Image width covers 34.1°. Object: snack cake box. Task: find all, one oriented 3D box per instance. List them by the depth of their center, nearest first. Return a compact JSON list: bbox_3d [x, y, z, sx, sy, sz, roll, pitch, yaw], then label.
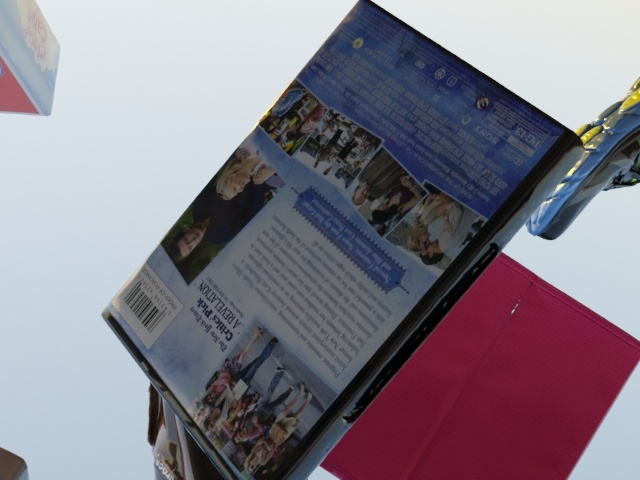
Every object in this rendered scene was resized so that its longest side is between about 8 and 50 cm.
[{"bbox_3d":[-0.355,-0.214,0.974,0.152,0.089,0.264,3,161,3],"label":"snack cake box"}]

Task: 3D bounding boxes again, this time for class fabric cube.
[{"bbox_3d":[0.125,0.153,1.061,0.259,0.258,0.254,33,173,3],"label":"fabric cube"}]

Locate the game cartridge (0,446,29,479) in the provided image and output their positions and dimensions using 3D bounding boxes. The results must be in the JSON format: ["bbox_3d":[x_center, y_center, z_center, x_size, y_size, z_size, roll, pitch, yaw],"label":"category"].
[{"bbox_3d":[-0.283,0.318,0.635,0.068,0.230,0.355,15,-136,12],"label":"game cartridge"}]

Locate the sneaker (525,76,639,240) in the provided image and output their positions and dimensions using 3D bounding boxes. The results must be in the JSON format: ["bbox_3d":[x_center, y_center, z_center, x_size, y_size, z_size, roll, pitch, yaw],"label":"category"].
[{"bbox_3d":[0.224,-0.061,0.733,0.078,0.188,0.067,49,-178,-14],"label":"sneaker"}]

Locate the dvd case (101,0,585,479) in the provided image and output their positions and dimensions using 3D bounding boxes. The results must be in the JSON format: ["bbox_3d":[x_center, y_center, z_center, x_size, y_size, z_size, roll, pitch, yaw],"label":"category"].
[{"bbox_3d":[0.000,0.000,0.579,0.180,0.253,0.022,43,-175,38],"label":"dvd case"}]

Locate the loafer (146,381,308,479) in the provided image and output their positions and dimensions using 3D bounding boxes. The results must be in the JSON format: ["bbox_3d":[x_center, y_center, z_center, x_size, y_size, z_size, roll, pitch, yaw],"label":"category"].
[{"bbox_3d":[-0.088,0.163,0.820,0.134,0.130,0.366,19,-133,-30],"label":"loafer"}]
